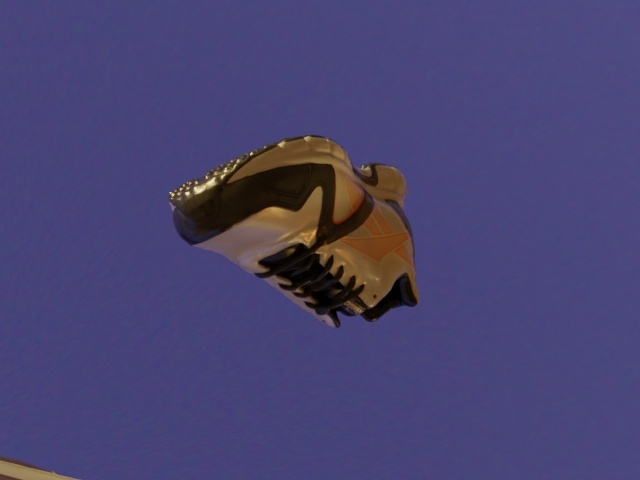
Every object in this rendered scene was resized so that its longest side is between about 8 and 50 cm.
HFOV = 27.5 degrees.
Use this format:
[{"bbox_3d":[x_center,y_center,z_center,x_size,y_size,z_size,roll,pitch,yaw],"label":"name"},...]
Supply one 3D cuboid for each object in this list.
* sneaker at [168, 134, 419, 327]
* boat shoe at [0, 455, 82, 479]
[{"bbox_3d":[0.000,0.000,0.351,0.109,0.040,0.044,6,-114,-61],"label":"sneaker"},{"bbox_3d":[-0.092,0.140,0.542,0.257,0.095,0.095,28,-98,-15],"label":"boat shoe"}]
